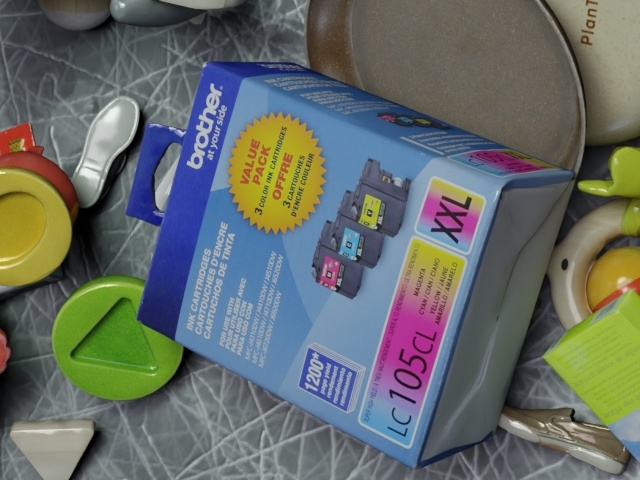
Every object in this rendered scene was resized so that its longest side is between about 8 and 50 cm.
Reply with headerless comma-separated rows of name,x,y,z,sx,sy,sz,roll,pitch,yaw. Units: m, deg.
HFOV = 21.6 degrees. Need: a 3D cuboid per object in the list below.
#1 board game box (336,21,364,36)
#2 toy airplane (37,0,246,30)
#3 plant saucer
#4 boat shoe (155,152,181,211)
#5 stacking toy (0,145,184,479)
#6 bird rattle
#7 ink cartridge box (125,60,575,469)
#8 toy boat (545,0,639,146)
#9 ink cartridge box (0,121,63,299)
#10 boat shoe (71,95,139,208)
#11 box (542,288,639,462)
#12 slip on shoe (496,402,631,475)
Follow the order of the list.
board game box,0.083,-0.308,1.637,0.194,0.060,0.194,-17,76,27
toy airplane,-0.277,-0.302,1.671,0.384,0.272,0.386,-16,49,-3
plant saucer,0.119,-0.151,1.540,0.310,0.050,0.311,26,135,30
boat shoe,-0.104,-0.084,1.689,0.063,0.066,0.184,34,95,11
stacking toy,-0.297,0.077,1.711,0.279,0.130,0.309,36,108,-16
bird rattle,0.312,0.036,1.508,0.207,0.143,0.253,-34,85,26
ink cartridge box,0.000,0.000,1.545,0.395,0.151,0.270,25,107,32
toy boat,0.328,-0.192,1.496,0.318,0.148,0.267,23,121,21
ink cartridge box,-0.359,-0.025,1.789,0.145,0.045,0.179,-18,80,17
boat shoe,-0.223,-0.091,1.748,0.046,0.038,0.125,22,92,3
box,0.292,0.137,1.470,0.178,0.042,0.109,47,138,-2
slip on shoe,0.220,0.171,1.537,0.135,0.051,0.041,22,97,19
